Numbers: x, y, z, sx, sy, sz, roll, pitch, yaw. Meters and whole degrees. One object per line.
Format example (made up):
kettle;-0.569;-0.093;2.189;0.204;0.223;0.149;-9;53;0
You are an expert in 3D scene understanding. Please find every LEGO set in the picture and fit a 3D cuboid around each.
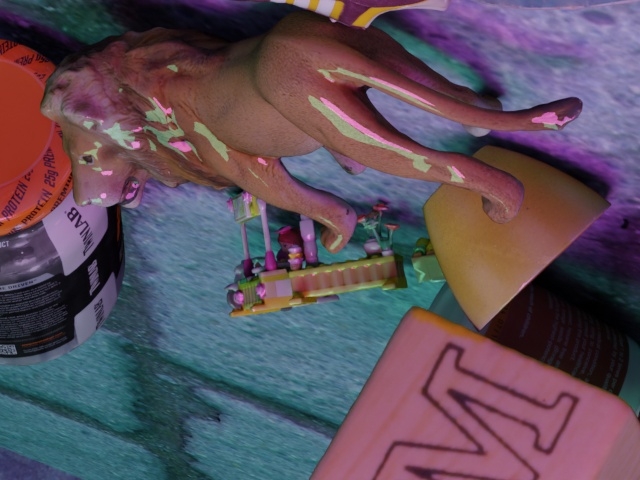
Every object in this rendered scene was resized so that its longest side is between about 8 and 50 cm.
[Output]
LEGO set;0.000;0.000;1.553;0.132;0.107;0.287;-6;175;-39

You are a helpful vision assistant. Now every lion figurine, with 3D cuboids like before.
lion figurine;-0.023;-0.096;1.251;0.240;0.142;0.392;31;152;-25

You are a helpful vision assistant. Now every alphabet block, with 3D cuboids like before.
alphabet block;0.120;0.195;1.336;0.193;0.197;0.192;25;167;27

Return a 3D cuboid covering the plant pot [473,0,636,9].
plant pot;0.089;-0.258;0.566;0.271;0.272;0.255;2;136;44

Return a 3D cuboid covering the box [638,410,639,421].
box;0.410;0.159;1.397;0.300;0.142;0.154;32;158;-25

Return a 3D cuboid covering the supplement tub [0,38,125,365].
supplement tub;-0.277;-0.030;1.562;0.207;0.207;0.338;22;160;4

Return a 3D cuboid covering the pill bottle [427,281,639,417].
pill bottle;0.198;0.112;1.537;0.216;0.121;0.121;28;159;-15

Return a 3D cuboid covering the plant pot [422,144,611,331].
plant pot;0.131;-0.014;1.314;0.095;0.134;0.134;46;160;5

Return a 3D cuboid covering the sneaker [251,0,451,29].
sneaker;-0.005;-0.166;1.133;0.185;0.070;0.084;8;154;40
